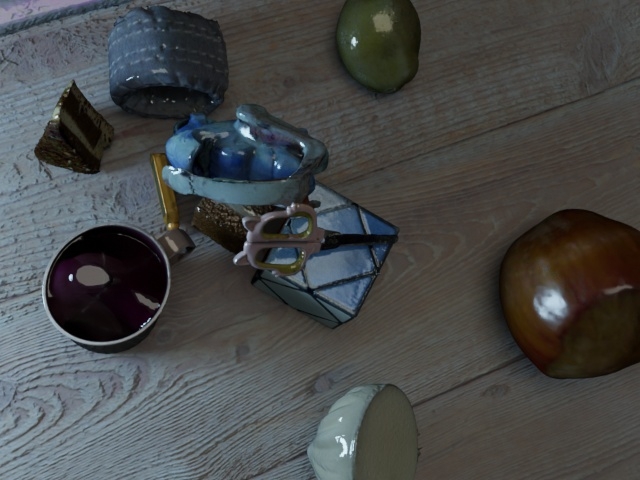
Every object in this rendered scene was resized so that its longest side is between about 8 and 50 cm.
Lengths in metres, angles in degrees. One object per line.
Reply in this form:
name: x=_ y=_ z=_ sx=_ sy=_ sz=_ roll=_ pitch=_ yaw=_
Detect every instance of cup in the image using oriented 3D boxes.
cup: x=-0.376 y=0.070 z=1.773 sx=0.208 sy=0.273 sz=0.288 roll=26 pitch=74 yaw=-5

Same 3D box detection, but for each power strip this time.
power strip: x=-0.311 y=-0.094 z=1.938 sx=0.028 sy=0.049 sz=0.178 roll=-11 pitch=81 yaw=-19

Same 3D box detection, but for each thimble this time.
thimble: x=-0.303 y=-0.353 z=1.914 sx=0.236 sy=0.205 sz=0.172 roll=-1 pitch=77 yaw=-11

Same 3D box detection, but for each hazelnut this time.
hazelnut: x=0.550 y=0.106 z=1.954 sx=0.365 sy=0.366 sz=0.366 roll=2 pitch=78 yaw=-12

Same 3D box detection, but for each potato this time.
potato: x=0.127 y=-0.429 z=2.052 sx=0.177 sy=0.160 sz=0.235 roll=-17 pitch=97 yaw=23

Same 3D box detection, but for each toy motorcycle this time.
toy motorcycle: x=-0.145 y=-0.161 z=1.751 sx=0.319 sy=0.241 sz=0.182 roll=12 pitch=96 yaw=11

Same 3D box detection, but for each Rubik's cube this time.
Rubik's cube: x=0.006 y=0.033 z=1.898 sx=0.205 sy=0.207 sz=0.205 roll=29 pitch=73 yaw=-3

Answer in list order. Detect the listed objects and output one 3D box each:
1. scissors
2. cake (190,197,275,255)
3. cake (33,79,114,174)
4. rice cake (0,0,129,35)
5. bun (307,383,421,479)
scissors: x=0.000 y=0.000 z=1.751 sx=0.317 sy=0.160 sz=0.024 roll=0 pitch=33 yaw=-24
cake: x=-0.165 y=-0.066 z=1.918 sx=0.134 sy=0.135 sz=0.147 roll=32 pitch=72 yaw=-1
cake: x=-0.501 y=-0.220 z=1.833 sx=0.135 sy=0.246 sz=0.112 roll=12 pitch=76 yaw=10
rice cake: x=-0.563 y=-0.483 z=1.964 sx=0.364 sy=0.056 sz=0.073 roll=-19 pitch=81 yaw=-16
bun: x=0.062 y=0.401 z=1.848 sx=0.175 sy=0.263 sz=0.263 roll=-2 pitch=75 yaw=31
